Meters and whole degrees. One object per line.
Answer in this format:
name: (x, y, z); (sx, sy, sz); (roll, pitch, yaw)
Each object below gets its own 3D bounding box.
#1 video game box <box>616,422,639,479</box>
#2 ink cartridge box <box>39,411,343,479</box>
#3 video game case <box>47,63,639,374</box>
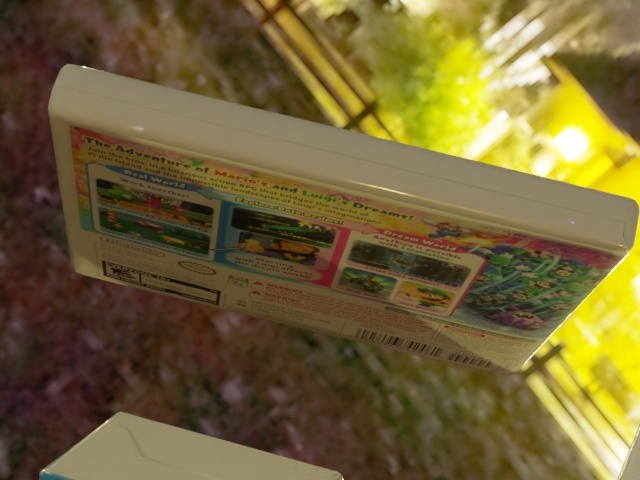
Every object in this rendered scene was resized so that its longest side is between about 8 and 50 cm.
video game box: (0.166, 0.158, 0.779); (0.048, 0.205, 0.187); (13, 33, 15)
ink cartridge box: (-0.069, 0.219, 0.819); (0.134, 0.231, 0.078); (13, 24, 21)
video game case: (0.000, 0.000, 0.477); (0.157, 0.019, 0.143); (14, -19, -2)
